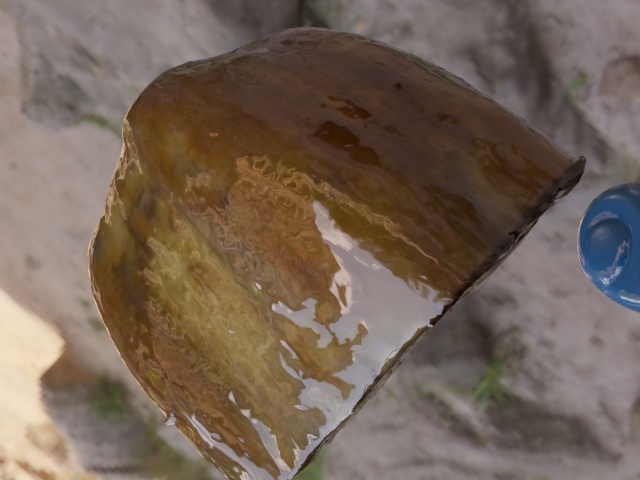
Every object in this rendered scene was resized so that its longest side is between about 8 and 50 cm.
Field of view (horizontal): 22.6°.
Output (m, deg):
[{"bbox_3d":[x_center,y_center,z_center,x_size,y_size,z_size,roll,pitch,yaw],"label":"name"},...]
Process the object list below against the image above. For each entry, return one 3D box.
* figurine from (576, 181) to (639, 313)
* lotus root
[{"bbox_3d":[0.395,-0.034,1.319,0.298,0.243,0.416,19,131,-34],"label":"figurine"},{"bbox_3d":[0.000,0.000,1.074,0.250,0.316,0.316,39,155,14],"label":"lotus root"}]
